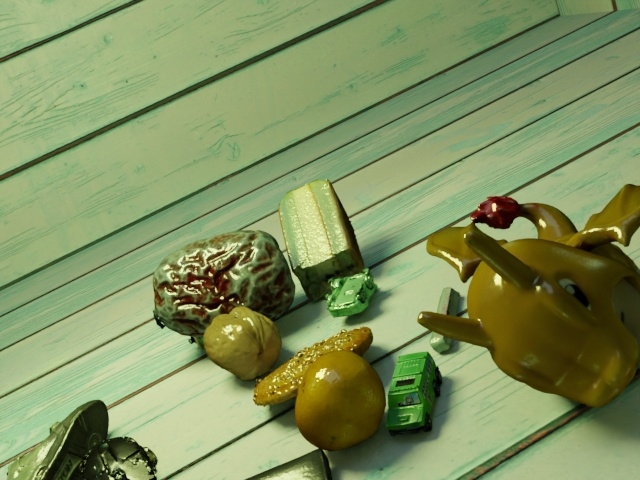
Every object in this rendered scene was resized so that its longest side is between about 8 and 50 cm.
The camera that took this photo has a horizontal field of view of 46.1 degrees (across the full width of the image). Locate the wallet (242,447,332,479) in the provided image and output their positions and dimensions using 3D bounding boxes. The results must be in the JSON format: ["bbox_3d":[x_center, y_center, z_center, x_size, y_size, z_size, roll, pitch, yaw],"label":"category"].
[{"bbox_3d":[-0.094,0.399,1.096,0.250,0.044,0.149,-23,23,-1],"label":"wallet"}]

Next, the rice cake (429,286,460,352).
[{"bbox_3d":[0.234,0.143,1.400,0.033,0.033,0.208,-26,16,25],"label":"rice cake"}]

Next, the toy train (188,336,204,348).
[{"bbox_3d":[-0.245,0.203,1.772,0.087,0.050,0.138,7,38,46],"label":"toy train"}]

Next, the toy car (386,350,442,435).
[{"bbox_3d":[0.145,0.242,1.195,0.071,0.063,0.165,-15,21,23],"label":"toy car"}]

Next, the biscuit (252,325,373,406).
[{"bbox_3d":[-0.014,0.224,1.377,0.253,0.035,0.254,-28,3,2],"label":"biscuit"}]

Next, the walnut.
[{"bbox_3d":[-0.155,0.209,1.522,0.166,0.149,0.166,2,4,0],"label":"walnut"}]

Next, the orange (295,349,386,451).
[{"bbox_3d":[0.033,0.254,1.183,0.136,0.159,0.159,19,17,-10],"label":"orange"}]

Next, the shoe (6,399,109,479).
[{"bbox_3d":[-0.523,0.417,1.432,0.149,0.109,0.293,-11,27,17],"label":"shoe"}]

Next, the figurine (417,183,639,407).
[{"bbox_3d":[0.328,0.070,1.138,0.400,0.268,0.387,0,15,28],"label":"figurine"}]

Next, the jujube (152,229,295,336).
[{"bbox_3d":[-0.214,0.101,1.669,0.316,0.226,0.226,-17,20,7],"label":"jujube"}]

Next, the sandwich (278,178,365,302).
[{"bbox_3d":[0.000,0.000,1.749,0.155,0.228,0.198,-22,19,7],"label":"sandwich"}]

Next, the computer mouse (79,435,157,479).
[{"bbox_3d":[-0.368,0.407,1.340,0.146,0.078,0.241,-33,21,-21],"label":"computer mouse"}]

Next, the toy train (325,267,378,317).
[{"bbox_3d":[0.071,0.117,1.600,0.099,0.081,0.149,-15,27,23],"label":"toy train"}]
